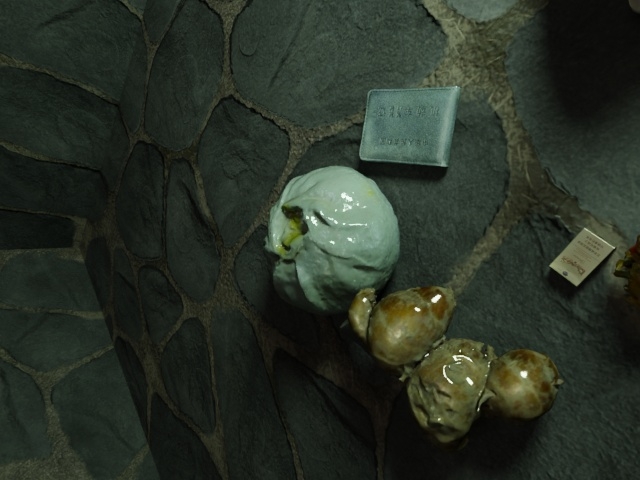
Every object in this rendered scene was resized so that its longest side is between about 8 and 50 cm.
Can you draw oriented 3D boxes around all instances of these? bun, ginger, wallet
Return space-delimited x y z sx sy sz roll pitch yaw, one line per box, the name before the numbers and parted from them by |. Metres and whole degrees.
bun | 0.000 0.000 0.934 0.362 0.211 0.361 0 90 45
ginger | 0.212 0.213 0.753 0.375 0.176 0.256 39 112 23
wallet | 0.182 -0.243 0.871 0.222 0.036 0.167 16 103 42

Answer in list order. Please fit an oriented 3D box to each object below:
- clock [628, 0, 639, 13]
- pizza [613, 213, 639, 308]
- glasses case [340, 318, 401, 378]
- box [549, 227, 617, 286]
clock | 0.533 -0.365 0.516 0.229 0.063 0.155 -18 77 40
pizza | 0.460 0.030 0.516 0.147 0.069 0.226 52 164 47
glasses case | 0.134 0.230 0.879 0.191 0.042 0.072 39 128 4
box | 0.424 0.027 0.658 0.053 0.024 0.083 49 124 32
